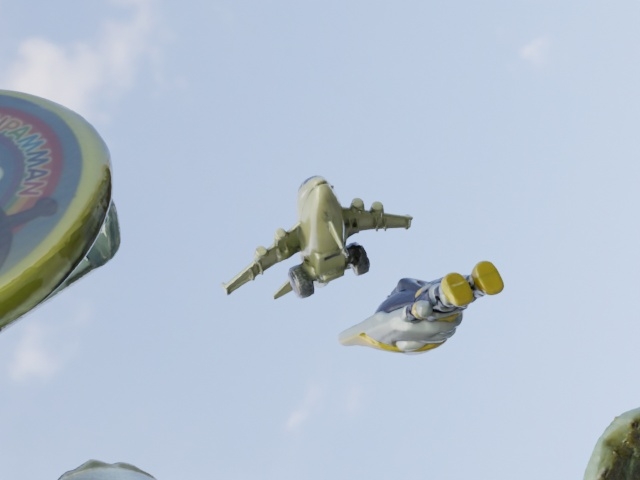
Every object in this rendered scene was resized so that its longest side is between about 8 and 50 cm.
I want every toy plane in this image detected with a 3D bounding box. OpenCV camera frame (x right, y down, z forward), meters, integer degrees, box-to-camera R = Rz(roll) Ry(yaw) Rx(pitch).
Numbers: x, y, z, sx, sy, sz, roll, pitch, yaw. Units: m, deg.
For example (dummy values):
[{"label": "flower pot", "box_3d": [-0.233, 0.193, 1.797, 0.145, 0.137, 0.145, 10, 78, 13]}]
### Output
[{"label": "toy plane", "box_3d": [0.000, 0.000, 1.788, 0.242, 0.104, 0.256, -20, -13, -11]}]

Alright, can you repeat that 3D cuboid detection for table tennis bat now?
[{"label": "table tennis bat", "box_3d": [-0.286, 0.018, 0.841, 0.369, 0.224, 0.054, -29, -46, -17]}]

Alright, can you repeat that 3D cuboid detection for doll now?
[{"label": "doll", "box_3d": [0.144, 0.092, 2.082, 0.103, 0.316, 0.145, 46, -116, -2]}]

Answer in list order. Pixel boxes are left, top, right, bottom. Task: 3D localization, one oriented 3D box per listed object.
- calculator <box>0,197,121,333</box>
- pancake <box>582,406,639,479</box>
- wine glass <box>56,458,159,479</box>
[{"label": "calculator", "box_3d": [-0.267, -0.003, 1.278, 0.141, 0.246, 0.045, 55, -145, -5]}, {"label": "pancake", "box_3d": [0.363, 0.281, 1.570, 0.253, 0.037, 0.253, 4, -100, -21]}, {"label": "wine glass", "box_3d": [-0.027, 0.167, 0.643, 0.156, 0.232, 0.156, 7, -100, -43]}]
